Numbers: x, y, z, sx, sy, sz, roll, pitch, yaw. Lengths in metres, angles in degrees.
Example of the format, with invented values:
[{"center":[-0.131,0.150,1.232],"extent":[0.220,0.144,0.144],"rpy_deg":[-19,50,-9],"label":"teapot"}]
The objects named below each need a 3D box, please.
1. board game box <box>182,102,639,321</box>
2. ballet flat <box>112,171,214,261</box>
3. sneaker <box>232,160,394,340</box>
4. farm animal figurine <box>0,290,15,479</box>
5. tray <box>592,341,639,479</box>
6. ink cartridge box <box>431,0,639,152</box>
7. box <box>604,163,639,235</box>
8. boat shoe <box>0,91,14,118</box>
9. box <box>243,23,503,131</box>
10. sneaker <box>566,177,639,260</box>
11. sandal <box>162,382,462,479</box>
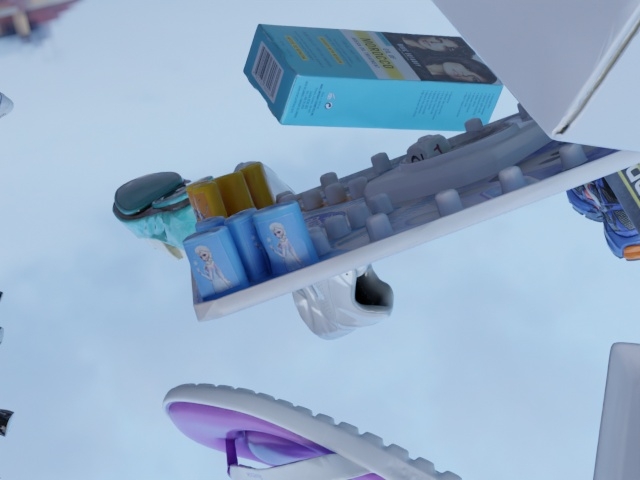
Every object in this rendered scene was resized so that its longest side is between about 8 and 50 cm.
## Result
[{"center":[0.091,-0.063,1.191],"extent":[0.390,0.050,0.390],"rpy_deg":[-21,-173,-2],"label":"board game box"},{"center":[-0.142,-0.017,1.781],"extent":[0.083,0.087,0.247],"rpy_deg":[-31,-166,-18],"label":"ballet flat"},{"center":[0.000,0.000,1.830],"extent":[0.115,0.232,0.090],"rpy_deg":[-14,-142,39],"label":"sneaker"},{"center":[-0.392,0.177,1.621],"extent":[0.172,0.330,0.327],"rpy_deg":[15,174,5],"label":"farm animal figurine"},{"center":[0.353,0.227,1.822],"extent":[0.145,0.030,0.270],"rpy_deg":[6,-126,13],"label":"tray"},{"center":[0.176,-0.139,0.843],"extent":[0.289,0.121,0.211],"rpy_deg":[5,-143,-41],"label":"ink cartridge box"},{"center":[0.326,-0.210,1.485],"extent":[0.318,0.395,0.097],"rpy_deg":[-32,179,19],"label":"box"},{"center":[-0.327,-0.112,1.670],"extent":[0.100,0.035,0.035],"rpy_deg":[-25,150,28],"label":"boat shoe"},{"center":[0.054,-0.162,1.803],"extent":[0.244,0.060,0.100],"rpy_deg":[-1,-143,-30],"label":"box"},{"center":[0.344,-0.061,2.069],"extent":[0.083,0.087,0.221],"rpy_deg":[-11,-152,-12],"label":"sneaker"},{"center":[-0.001,0.245,1.816],"extent":[0.416,0.169,0.102],"rpy_deg":[16,-115,28],"label":"sandal"}]
